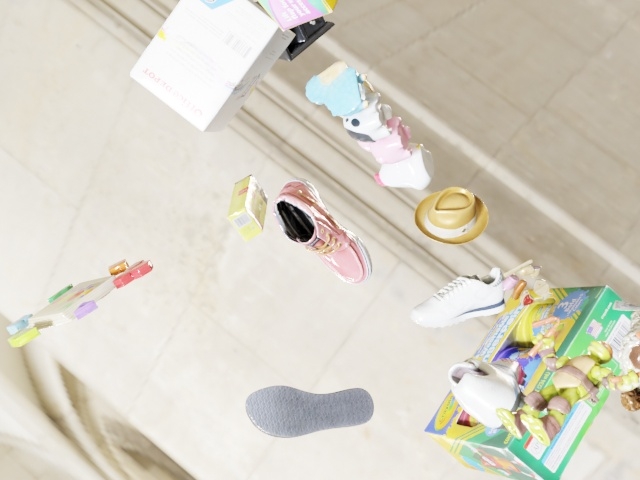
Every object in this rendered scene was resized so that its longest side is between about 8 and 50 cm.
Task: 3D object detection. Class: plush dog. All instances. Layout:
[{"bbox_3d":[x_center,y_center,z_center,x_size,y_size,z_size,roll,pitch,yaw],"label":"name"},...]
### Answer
[{"bbox_3d":[0.687,0.231,2.056,0.210,0.262,0.225,-114,15,-62],"label":"plush dog"}]

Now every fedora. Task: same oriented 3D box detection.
[{"bbox_3d":[0.332,-0.078,2.613,0.194,0.194,0.079,-47,-27,-30],"label":"fedora"}]

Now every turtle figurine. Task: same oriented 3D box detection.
[{"bbox_3d":[0.371,0.215,1.578,0.217,0.087,0.269,-38,29,-19],"label":"turtle figurine"}]

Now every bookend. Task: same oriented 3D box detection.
[{"bbox_3d":[-0.068,-0.531,2.431,0.157,0.072,0.156,-42,-52,-22],"label":"bookend"}]

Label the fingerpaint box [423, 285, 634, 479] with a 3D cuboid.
[{"bbox_3d":[0.490,0.323,2.400,0.445,0.163,0.371,-54,15,-17],"label":"fingerpaint box"}]

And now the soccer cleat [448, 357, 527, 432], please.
[{"bbox_3d":[0.313,0.265,1.974,0.116,0.143,0.331,-58,-4,5],"label":"soccer cleat"}]

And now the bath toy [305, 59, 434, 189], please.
[{"bbox_3d":[0.108,-0.217,2.098,0.129,0.348,0.151,-17,53,26],"label":"bath toy"}]

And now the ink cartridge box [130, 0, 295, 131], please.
[{"bbox_3d":[-0.191,-0.334,1.858,0.232,0.171,0.168,-52,-3,10],"label":"ink cartridge box"}]

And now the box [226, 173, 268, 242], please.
[{"bbox_3d":[-0.186,-0.086,2.660,0.058,0.087,0.232,-31,20,15],"label":"box"}]

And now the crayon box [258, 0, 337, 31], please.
[{"bbox_3d":[-0.073,-0.521,1.376,0.106,0.363,0.313,-13,43,39],"label":"crayon box"}]

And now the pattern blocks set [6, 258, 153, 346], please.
[{"bbox_3d":[-0.477,0.121,2.004,0.285,0.026,0.325,-36,15,-27],"label":"pattern blocks set"}]

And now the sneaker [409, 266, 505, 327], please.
[{"bbox_3d":[0.304,0.127,2.314,0.235,0.090,0.095,-16,-62,-20],"label":"sneaker"}]

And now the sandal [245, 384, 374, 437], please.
[{"bbox_3d":[-0.023,0.327,1.965,0.054,0.254,0.097,144,127,-63],"label":"sandal"}]

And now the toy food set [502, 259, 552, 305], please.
[{"bbox_3d":[0.362,0.076,1.843,0.078,0.019,0.122,-28,-44,4],"label":"toy food set"}]

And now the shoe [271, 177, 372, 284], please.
[{"bbox_3d":[0.000,0.000,1.402,0.063,0.178,0.081,-33,10,24],"label":"shoe"}]
